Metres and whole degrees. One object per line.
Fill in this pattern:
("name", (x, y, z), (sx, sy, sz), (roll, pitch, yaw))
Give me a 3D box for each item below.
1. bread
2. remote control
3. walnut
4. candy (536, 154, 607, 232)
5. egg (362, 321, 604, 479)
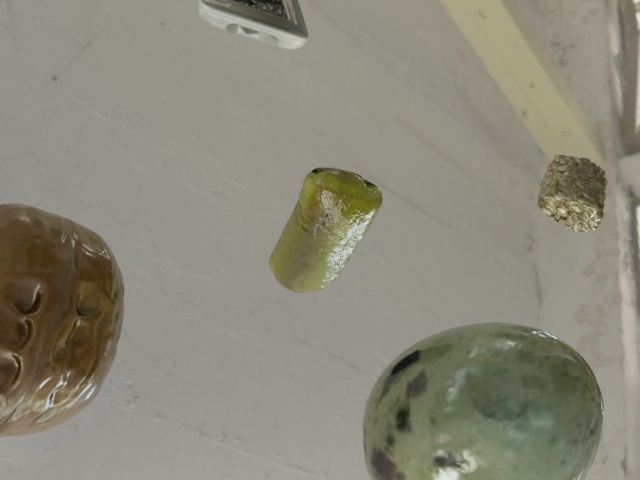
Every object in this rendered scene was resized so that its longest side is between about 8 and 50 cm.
("bread", (0.000, 0.000, 1.186), (0.166, 0.383, 0.112), (15, -128, -12))
("remote control", (-0.095, -0.308, 0.609), (0.109, 0.055, 0.313), (9, -132, -27))
("walnut", (-0.521, 0.138, 0.947), (0.354, 0.308, 0.398), (17, -110, -35))
("candy", (0.366, -0.067, 0.796), (0.095, 0.085, 0.110), (24, -133, 13))
("egg", (0.267, 0.317, 0.945), (0.345, 0.428, 0.345), (37, -156, -19))
